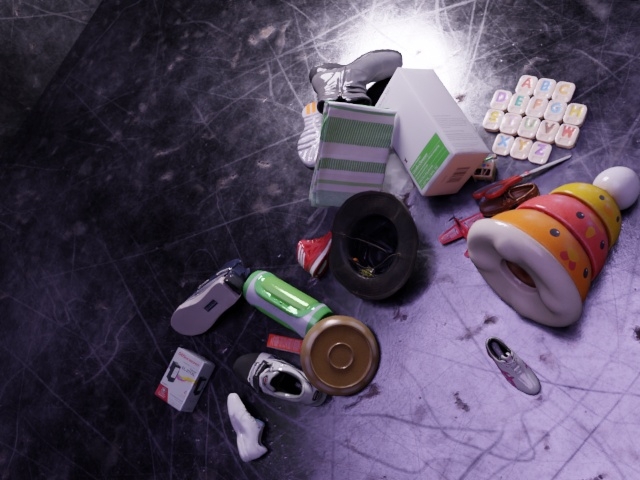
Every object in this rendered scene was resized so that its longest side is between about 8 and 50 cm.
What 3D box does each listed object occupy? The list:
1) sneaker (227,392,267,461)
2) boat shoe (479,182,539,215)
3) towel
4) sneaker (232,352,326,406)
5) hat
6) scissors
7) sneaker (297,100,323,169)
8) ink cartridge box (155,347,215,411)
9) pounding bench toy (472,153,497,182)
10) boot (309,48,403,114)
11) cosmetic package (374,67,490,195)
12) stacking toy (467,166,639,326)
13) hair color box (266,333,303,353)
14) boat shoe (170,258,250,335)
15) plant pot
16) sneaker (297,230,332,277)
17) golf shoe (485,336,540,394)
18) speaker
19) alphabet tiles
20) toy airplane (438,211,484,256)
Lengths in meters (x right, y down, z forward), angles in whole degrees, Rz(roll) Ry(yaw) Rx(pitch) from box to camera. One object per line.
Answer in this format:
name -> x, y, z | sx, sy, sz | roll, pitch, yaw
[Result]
sneaker -> -0.223, 0.571, 1.850 | 0.094, 0.080, 0.212 | -22, 71, 3
boat shoe -> 0.551, -0.127, 1.745 | 0.178, 0.060, 0.064 | -21, 65, 17
towel -> 0.101, -0.255, 1.831 | 0.038, 0.248, 0.324 | -134, 49, -60
sneaker -> -0.150, 0.415, 1.825 | 0.331, 0.146, 0.122 | 10, 78, 28
hat -> 0.183, 0.016, 1.820 | 0.331, 0.134, 0.331 | -2, 87, 35
scissors -> 0.593, -0.192, 1.764 | 0.297, 0.109, 0.021 | -28, 102, -7
sneaker -> 0.016, -0.310, 1.973 | 0.125, 0.180, 0.321 | -12, 45, 19
ink cartridge box -> -0.452, 0.463, 1.983 | 0.127, 0.072, 0.175 | 22, 82, 30
pounding bench toy -> 0.499, -0.225, 1.809 | 0.065, 0.052, 0.083 | 8, 75, 27
boot -> 0.138, -0.512, 1.977 | 0.338, 0.118, 0.222 | -16, 48, 0
cosmetic package -> 0.331, -0.337, 1.826 | 0.365, 0.155, 0.197 | 63, 144, 27
stacking toy -> 0.660, -0.042, 1.567 | 0.480, 0.350, 0.350 | -41, 59, -12
hair color box -> -0.089, 0.330, 1.867 | 0.141, 0.072, 0.043 | 7, 75, 25
boat shoe -> -0.368, 0.195, 2.030 | 0.341, 0.127, 0.158 | -34, 18, 31
plant pot -> 0.059, 0.340, 1.750 | 0.236, 0.032, 0.236 | 1, 83, -6
sneaker -> 0.000, 0.000, 1.937 | 0.128, 0.087, 0.221 | 35, 87, 29
golf shoe -> 0.508, 0.336, 1.587 | 0.067, 0.086, 0.186 | -44, 62, 3
speaker -> -0.105, 0.206, 1.887 | 0.297, 0.131, 0.131 | 27, 85, 30
alphabet tiles -> 0.649, -0.373, 1.812 | 0.284, 0.021, 0.278 | 20, 81, 29
toy airplane -> 0.437, -0.016, 1.776 | 0.151, 0.028, 0.151 | -8, 70, 23
